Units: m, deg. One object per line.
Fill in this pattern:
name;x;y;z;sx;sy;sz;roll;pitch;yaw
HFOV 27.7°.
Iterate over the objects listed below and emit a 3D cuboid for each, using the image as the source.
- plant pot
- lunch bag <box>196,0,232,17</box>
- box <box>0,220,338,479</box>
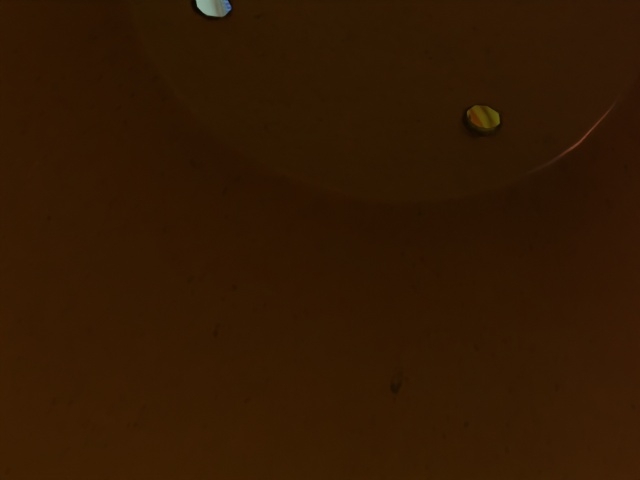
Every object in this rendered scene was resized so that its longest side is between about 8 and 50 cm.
plant pot;0.000;0.000;0.263;0.191;0.284;0.284;-77;-28;-44
lunch bag;-0.227;-0.090;0.605;0.385;0.328;0.239;-134;47;-56
box;-0.086;0.062;0.423;0.154;0.300;0.142;145;119;-67
